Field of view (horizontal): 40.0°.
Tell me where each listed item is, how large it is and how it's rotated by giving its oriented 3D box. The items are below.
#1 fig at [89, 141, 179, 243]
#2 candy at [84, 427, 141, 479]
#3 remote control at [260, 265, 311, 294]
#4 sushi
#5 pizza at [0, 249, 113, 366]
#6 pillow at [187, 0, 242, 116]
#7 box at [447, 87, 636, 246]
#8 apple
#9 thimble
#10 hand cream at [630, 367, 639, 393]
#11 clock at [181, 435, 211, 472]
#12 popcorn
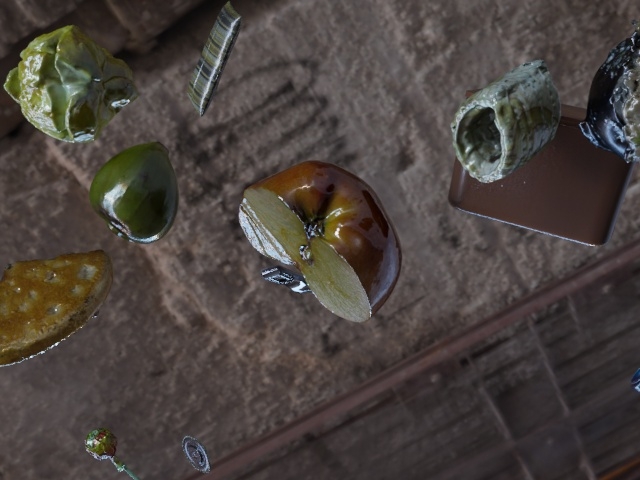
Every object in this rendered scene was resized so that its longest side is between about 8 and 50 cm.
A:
[{"bbox_3d":[-0.395,-0.109,1.954,0.203,0.225,0.203,30,170,6],"label":"fig"},{"bbox_3d":[-0.387,0.445,1.735,0.201,0.060,0.060,53,-173,-22],"label":"candy"},{"bbox_3d":[-0.067,0.094,2.053,0.212,0.059,0.028,29,-134,-59],"label":"remote control"},{"bbox_3d":[0.545,-0.214,1.367,0.238,0.225,0.219,26,-167,-18],"label":"sushi"},{"bbox_3d":[-0.672,0.152,2.131,0.409,0.277,0.114,-52,-29,-42],"label":"pizza"},{"bbox_3d":[-0.199,-0.340,1.640,0.038,0.203,0.113,15,-158,-27],"label":"pillow"},{"bbox_3d":[0.439,-0.151,1.720,0.239,0.339,0.229,-32,-44,-65],"label":"box"},{"bbox_3d":[0.000,0.000,1.748,0.365,0.328,0.295,108,164,-69],"label":"apple"},{"bbox_3d":[0.310,-0.199,1.453,0.137,0.143,0.190,44,149,24],"label":"thimble"},{"bbox_3d":[0.651,0.291,1.450,0.270,0.061,0.120,32,150,8],"label":"hand cream"},{"bbox_3d":[-0.233,0.398,1.639,0.083,0.010,0.074,4,112,47],"label":"clock"},{"bbox_3d":[-0.565,-0.366,2.032,0.225,0.276,0.276,23,169,23],"label":"popcorn"}]
